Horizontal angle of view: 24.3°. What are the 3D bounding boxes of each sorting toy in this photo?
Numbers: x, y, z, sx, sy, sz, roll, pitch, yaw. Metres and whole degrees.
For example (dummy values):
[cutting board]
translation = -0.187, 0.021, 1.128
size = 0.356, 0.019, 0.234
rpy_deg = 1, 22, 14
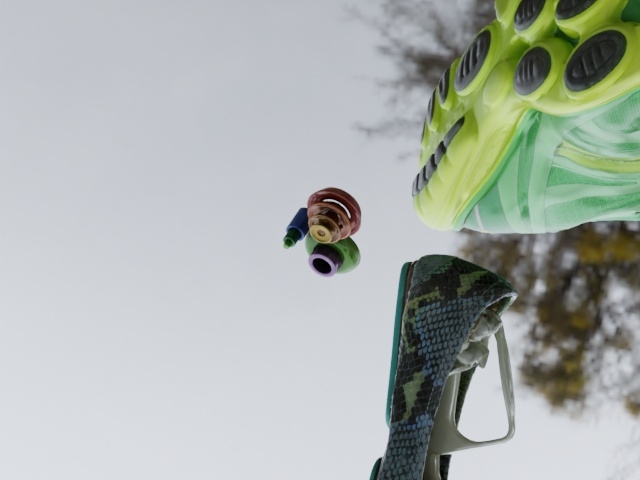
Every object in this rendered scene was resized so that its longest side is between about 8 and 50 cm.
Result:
[sorting toy]
translation = 0.000, 0.000, 1.226
size = 0.061, 0.102, 0.042
rpy_deg = 21, -130, 15

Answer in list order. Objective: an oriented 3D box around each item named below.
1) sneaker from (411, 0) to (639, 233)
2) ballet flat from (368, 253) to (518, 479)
[sneaker]
translation = 0.144, -0.078, 0.749
size = 0.123, 0.109, 0.295
rpy_deg = 11, 161, -14
[ballet flat]
translation = 0.055, 0.100, 0.682
size = 0.070, 0.188, 0.070
rpy_deg = 9, 177, 0
